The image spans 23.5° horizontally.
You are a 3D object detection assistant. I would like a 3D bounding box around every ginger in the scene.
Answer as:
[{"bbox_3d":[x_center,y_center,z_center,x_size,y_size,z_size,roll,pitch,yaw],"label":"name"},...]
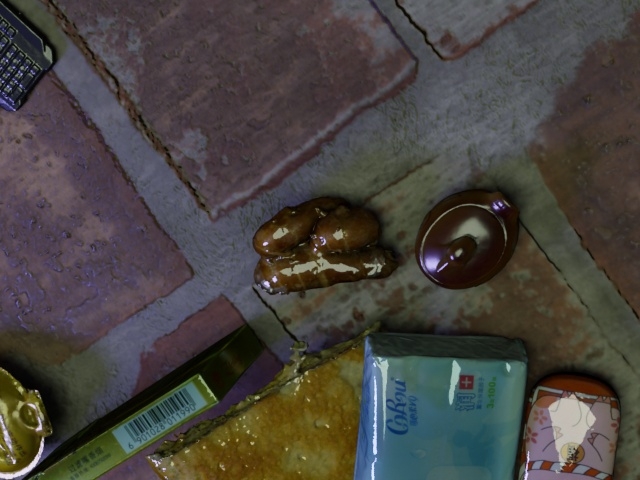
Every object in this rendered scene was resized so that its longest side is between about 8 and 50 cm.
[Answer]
[{"bbox_3d":[0.000,0.000,1.667,0.162,0.073,0.103,-7,118,10],"label":"ginger"}]

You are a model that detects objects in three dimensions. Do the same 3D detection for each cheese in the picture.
[{"bbox_3d":[-0.424,0.220,1.844,0.250,0.064,0.157,-13,101,27],"label":"cheese"}]

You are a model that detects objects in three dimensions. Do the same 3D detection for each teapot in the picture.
[{"bbox_3d":[0.156,-0.001,1.619,0.129,0.078,0.098,-42,92,21],"label":"teapot"}]

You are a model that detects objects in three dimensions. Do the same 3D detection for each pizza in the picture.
[{"bbox_3d":[-0.010,0.209,1.714,0.280,0.075,0.288,38,93,-27],"label":"pizza"}]

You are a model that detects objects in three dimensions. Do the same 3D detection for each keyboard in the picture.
[{"bbox_3d":[-0.414,-0.262,1.725,0.262,0.016,0.106,43,111,0],"label":"keyboard"}]

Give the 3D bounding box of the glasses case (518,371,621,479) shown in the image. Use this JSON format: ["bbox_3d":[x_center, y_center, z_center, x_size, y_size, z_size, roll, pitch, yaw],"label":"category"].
[{"bbox_3d":[0.266,0.271,1.676,0.103,0.067,0.267,7,107,14],"label":"glasses case"}]

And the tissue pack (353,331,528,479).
[{"bbox_3d":[0.127,0.236,1.669,0.177,0.089,0.263,2,106,-7],"label":"tissue pack"}]

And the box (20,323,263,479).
[{"bbox_3d":[-0.215,0.210,1.727,0.311,0.173,0.043,-34,94,21],"label":"box"}]
